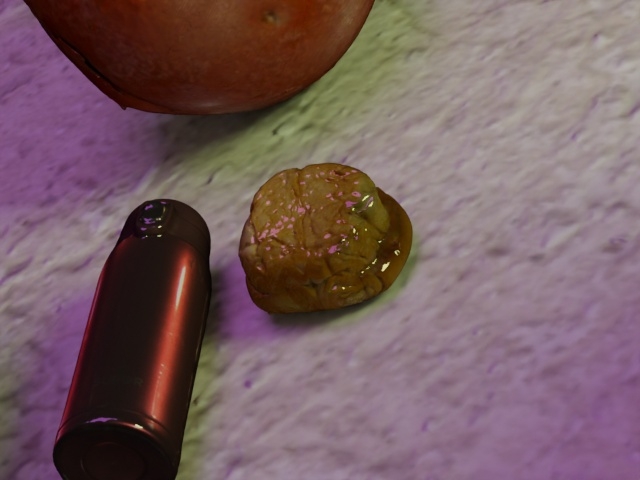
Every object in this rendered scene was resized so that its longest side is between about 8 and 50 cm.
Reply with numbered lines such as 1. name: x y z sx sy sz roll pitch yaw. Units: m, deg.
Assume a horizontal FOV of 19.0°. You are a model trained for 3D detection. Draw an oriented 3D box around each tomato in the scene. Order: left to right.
1. tomato: -0.069 -0.166 1.025 0.184 0.208 0.208 -37 30 21

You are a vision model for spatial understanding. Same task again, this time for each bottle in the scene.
1. bottle: -0.083 0.044 0.893 0.060 0.060 0.164 -18 35 20

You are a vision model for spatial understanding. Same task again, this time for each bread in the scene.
1. bread: 0.000 0.000 0.898 0.083 0.046 0.081 -28 39 2
